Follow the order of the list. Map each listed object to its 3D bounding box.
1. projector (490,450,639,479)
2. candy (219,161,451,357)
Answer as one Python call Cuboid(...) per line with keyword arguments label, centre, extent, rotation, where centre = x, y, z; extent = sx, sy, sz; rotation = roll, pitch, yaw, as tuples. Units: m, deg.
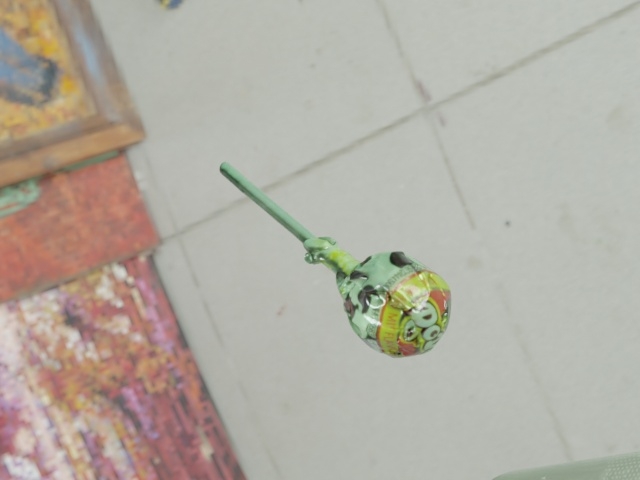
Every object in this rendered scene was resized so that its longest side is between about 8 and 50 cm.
Cuboid(label="projector", centre=(0.236, 0.268, 1.160), extent=(0.242, 0.163, 0.177), rotation=(-18, 131, 39))
Cuboid(label="candy", centre=(0.000, 0.000, 1.315), extent=(0.305, 0.083, 0.091), rotation=(40, 147, 38))
